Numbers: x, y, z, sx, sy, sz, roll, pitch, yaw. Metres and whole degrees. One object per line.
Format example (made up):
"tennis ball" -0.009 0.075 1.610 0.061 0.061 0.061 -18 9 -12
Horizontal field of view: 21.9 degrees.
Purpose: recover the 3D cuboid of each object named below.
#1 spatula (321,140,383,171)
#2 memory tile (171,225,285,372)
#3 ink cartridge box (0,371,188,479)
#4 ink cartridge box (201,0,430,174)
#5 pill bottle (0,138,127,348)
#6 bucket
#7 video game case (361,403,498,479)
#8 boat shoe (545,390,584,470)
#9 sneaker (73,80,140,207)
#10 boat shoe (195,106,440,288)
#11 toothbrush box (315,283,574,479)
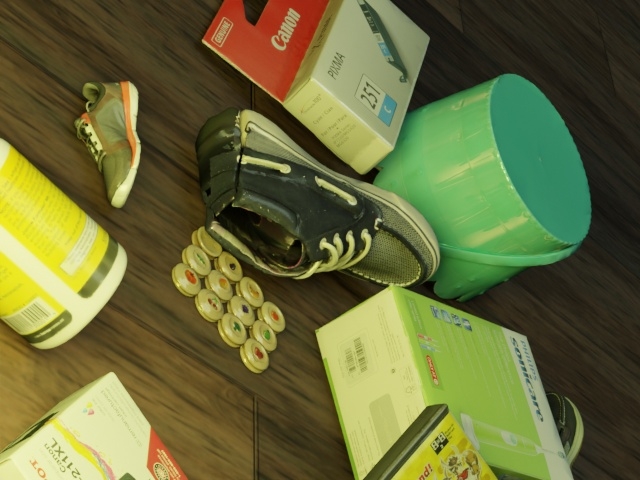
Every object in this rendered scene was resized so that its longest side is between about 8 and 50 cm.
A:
"spatula" 0.061 -0.142 2.192 0.242 0.019 0.168 36 31 -37
"memory tile" -0.094 0.061 1.746 0.148 0.012 0.113 49 29 -15
"ink cartridge box" -0.201 0.207 1.371 0.127 0.072 0.175 56 28 -5
"ink cartridge box" 0.004 -0.254 2.088 0.261 0.066 0.296 39 34 -14
"pill bottle" -0.278 -0.013 1.421 0.208 0.119 0.119 45 31 -23
"bucket" 0.216 -0.072 2.155 0.281 0.183 0.281 33 45 -40
"video game case" 0.105 0.341 1.620 0.275 0.035 0.248 -44 107 -34
"boat shoe" 0.274 0.257 2.059 0.073 0.080 0.223 51 33 -22
"sneaker" -0.222 -0.099 1.682 0.065 0.061 0.158 9 48 -20
"boat shoe" 0.000 0.000 1.846 0.340 0.127 0.158 29 36 -26
"toothbrush box" 0.145 0.193 1.877 0.283 0.122 0.206 20 45 -47
